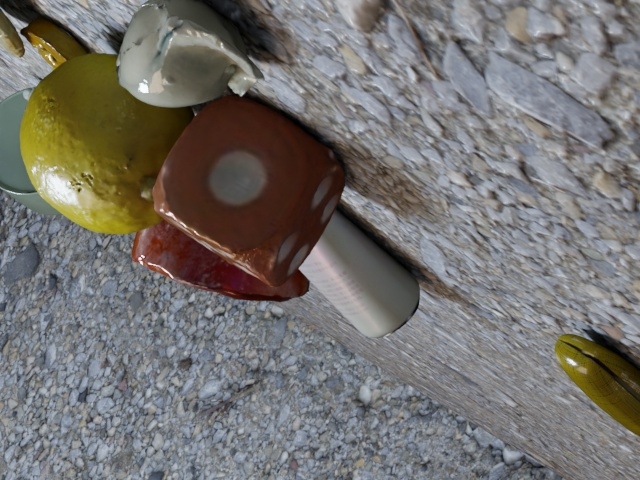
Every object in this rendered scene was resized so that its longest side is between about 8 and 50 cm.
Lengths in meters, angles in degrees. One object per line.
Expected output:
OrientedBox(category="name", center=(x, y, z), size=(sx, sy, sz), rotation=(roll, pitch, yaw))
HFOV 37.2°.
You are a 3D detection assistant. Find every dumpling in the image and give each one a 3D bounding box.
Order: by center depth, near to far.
OrientedBox(category="dumpling", center=(-0.125, -0.177, 0.921), size=(0.127, 0.108, 0.188), rotation=(9, 171, -35))

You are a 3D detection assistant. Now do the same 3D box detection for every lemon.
OrientedBox(category="lemon", center=(-0.274, -0.127, 1.243), size=(0.263, 0.236, 0.236), rotation=(15, 162, 31))

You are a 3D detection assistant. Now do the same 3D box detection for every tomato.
OrientedBox(category="tomato", center=(-0.150, -0.017, 1.591), size=(0.309, 0.170, 0.309), rotation=(10, -167, -2))

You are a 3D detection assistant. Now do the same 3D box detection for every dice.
OrientedBox(category="dice", center=(-0.080, -0.058, 1.153), size=(0.175, 0.174, 0.179), rotation=(29, 174, 16))

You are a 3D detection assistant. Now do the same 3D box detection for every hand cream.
OrientedBox(category="hand cream", center=(0.000, 0.000, 1.398), size=(0.358, 0.118, 0.185), rotation=(44, 160, -23))

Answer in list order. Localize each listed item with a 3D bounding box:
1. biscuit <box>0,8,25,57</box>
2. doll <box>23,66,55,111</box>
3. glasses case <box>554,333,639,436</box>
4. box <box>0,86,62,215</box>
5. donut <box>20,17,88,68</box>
OrientedBox(category="biscuit", center=(-0.497, -0.344, 1.375), size=(0.188, 0.040, 0.265), rotation=(48, 172, -8))
OrientedBox(category="doll", center=(-0.432, -0.244, 1.543), size=(0.071, 0.113, 0.135), rotation=(62, 178, -29))
OrientedBox(category="glasses case", center=(0.378, 0.190, 1.198), size=(0.234, 0.064, 0.079), rotation=(38, 176, -33))
OrientedBox(category="box", center=(-0.548, -0.176, 1.910), size=(0.226, 0.226, 0.149), rotation=(31, 170, 14))
OrientedBox(category="donut", center=(-0.383, -0.282, 1.394), size=(0.097, 0.043, 0.108), rotation=(30, 169, 23))
